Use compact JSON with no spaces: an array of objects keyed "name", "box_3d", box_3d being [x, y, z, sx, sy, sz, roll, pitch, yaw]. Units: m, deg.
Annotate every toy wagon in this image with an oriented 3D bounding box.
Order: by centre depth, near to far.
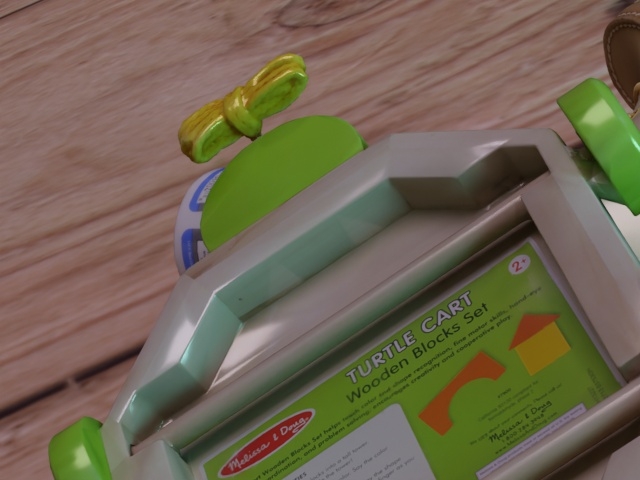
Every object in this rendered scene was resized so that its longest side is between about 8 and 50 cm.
[{"name":"toy wagon","box_3d":[0.021,0.045,0.763,0.267,0.068,0.344,-34,38,8]}]

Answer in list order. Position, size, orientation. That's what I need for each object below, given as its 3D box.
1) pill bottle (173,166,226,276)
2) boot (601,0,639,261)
[{"name":"pill bottle","box_3d":[0.000,0.000,0.986,0.137,0.078,0.078,1,33,40]},{"name":"boot","box_3d":[0.135,-0.025,0.910,0.203,0.095,0.262,-25,30,-5]}]
